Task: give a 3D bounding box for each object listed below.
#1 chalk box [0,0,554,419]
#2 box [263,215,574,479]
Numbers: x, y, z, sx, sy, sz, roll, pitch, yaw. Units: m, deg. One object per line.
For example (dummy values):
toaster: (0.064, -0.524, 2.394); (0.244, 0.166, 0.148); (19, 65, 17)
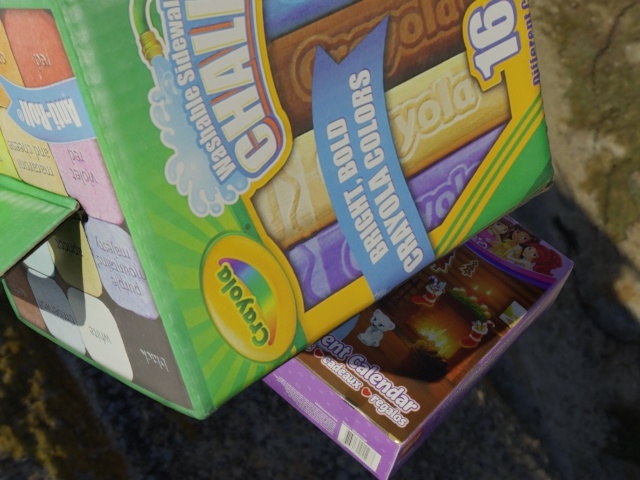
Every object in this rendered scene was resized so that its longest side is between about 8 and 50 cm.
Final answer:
chalk box: (-0.063, -0.056, 0.469); (0.289, 0.180, 0.179); (-30, 119, -32)
box: (0.000, 0.000, 0.738); (0.293, 0.057, 0.201); (37, 55, 19)
